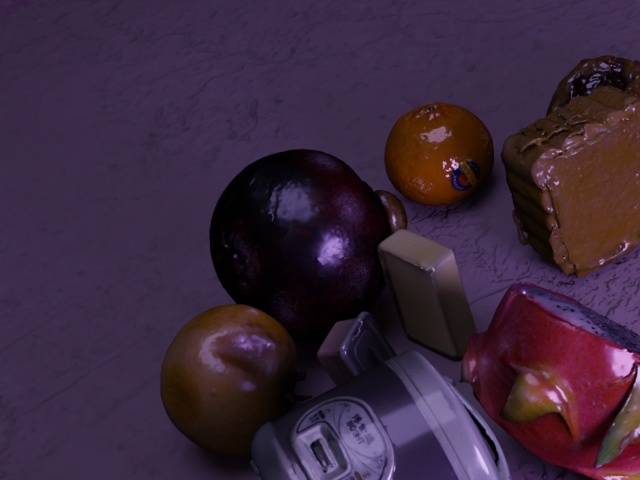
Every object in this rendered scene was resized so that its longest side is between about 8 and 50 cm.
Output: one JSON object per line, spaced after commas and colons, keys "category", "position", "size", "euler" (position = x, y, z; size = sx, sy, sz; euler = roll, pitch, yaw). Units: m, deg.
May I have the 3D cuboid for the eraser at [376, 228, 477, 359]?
{"category": "eraser", "position": [0.152, 0.076, 2.057], "size": [0.058, 0.172, 0.117], "euler": [-38, 38, -25]}

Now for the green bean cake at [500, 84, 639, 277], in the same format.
{"category": "green bean cake", "position": [0.386, -0.089, 2.106], "size": [0.224, 0.230, 0.131], "euler": [-28, 29, -13]}

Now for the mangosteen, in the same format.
{"category": "mangosteen", "position": [-0.016, -0.002, 2.152], "size": [0.293, 0.297, 0.297], "euler": [-34, 37, -11]}

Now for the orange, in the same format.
{"category": "orange", "position": [0.190, -0.139, 2.343], "size": [0.177, 0.155, 0.178], "euler": [-22, 40, 20]}

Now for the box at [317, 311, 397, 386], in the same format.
{"category": "box", "position": [0.054, 0.169, 2.038], "size": [0.062, 0.122, 0.089], "euler": [-9, 36, 40]}

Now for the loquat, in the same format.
{"category": "loquat", "position": [-0.121, 0.193, 2.030], "size": [0.213, 0.213, 0.213], "euler": [-14, 36, 11]}

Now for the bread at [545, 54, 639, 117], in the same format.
{"category": "bread", "position": [0.444, -0.197, 2.274], "size": [0.230, 0.123, 0.230], "euler": [-29, 32, 20]}

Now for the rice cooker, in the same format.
{"category": "rice cooker", "position": [0.082, 0.292, 1.724], "size": [0.277, 0.288, 0.288], "euler": [-26, 35, -6]}

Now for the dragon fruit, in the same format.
{"category": "dragon fruit", "position": [0.304, 0.180, 1.780], "size": [0.290, 0.290, 0.189], "euler": [38, 101, 51]}
